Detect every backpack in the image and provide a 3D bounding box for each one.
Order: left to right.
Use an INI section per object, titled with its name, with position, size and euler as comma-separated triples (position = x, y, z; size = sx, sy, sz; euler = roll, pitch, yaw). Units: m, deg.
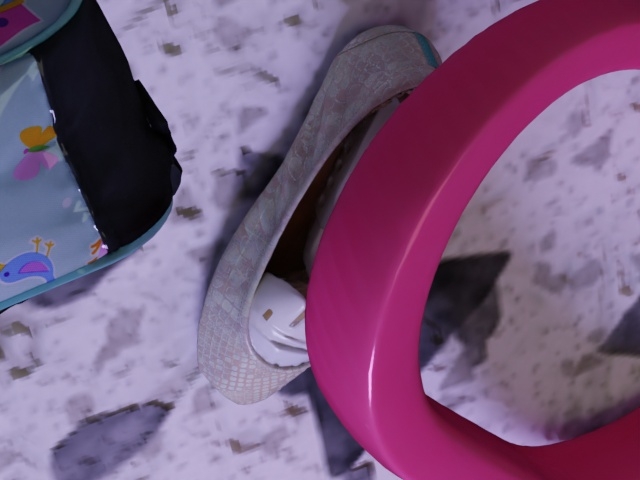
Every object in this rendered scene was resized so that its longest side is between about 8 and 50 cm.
[backpack]
position = -0.157, -0.034, 0.513
size = 0.188, 0.166, 0.144
euler = -33, 127, -7

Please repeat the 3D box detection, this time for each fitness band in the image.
[fitness band]
position = 0.110, 0.018, 0.717
size = 0.209, 0.054, 0.291
euler = -49, 141, 6

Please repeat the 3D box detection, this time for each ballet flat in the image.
[ballet flat]
position = 0.000, 0.000, 0.681
size = 0.057, 0.052, 0.168
euler = 10, 115, -30
